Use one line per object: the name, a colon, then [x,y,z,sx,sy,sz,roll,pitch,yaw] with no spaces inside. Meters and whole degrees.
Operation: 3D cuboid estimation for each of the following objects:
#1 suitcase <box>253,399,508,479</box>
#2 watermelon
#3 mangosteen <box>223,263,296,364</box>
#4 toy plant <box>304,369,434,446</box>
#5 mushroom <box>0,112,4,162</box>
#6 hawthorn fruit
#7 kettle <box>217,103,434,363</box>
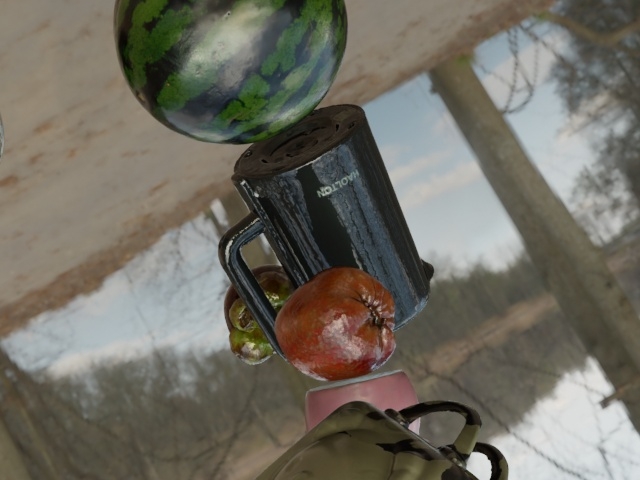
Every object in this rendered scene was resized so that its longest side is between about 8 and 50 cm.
suitcase: [0.061,0.319,1.266,0.339,0.194,0.351,-40,-161,-10]
watermelon: [-0.109,-0.259,1.302,0.285,0.285,0.285,-29,170,-5]
mangosteen: [-0.079,0.119,1.740,0.145,0.156,0.181,-2,-175,-14]
toy plant: [0.104,0.392,1.763,0.210,0.356,0.317,-22,171,18]
mushroom: [-0.649,-0.165,1.572,0.362,0.362,0.295,127,-13,-66]
hawthorn fruit: [0.017,0.100,1.248,0.138,0.133,0.132,-18,179,36]
kettle: [0.012,-0.002,1.564,0.203,0.308,0.262,-3,-148,41]
